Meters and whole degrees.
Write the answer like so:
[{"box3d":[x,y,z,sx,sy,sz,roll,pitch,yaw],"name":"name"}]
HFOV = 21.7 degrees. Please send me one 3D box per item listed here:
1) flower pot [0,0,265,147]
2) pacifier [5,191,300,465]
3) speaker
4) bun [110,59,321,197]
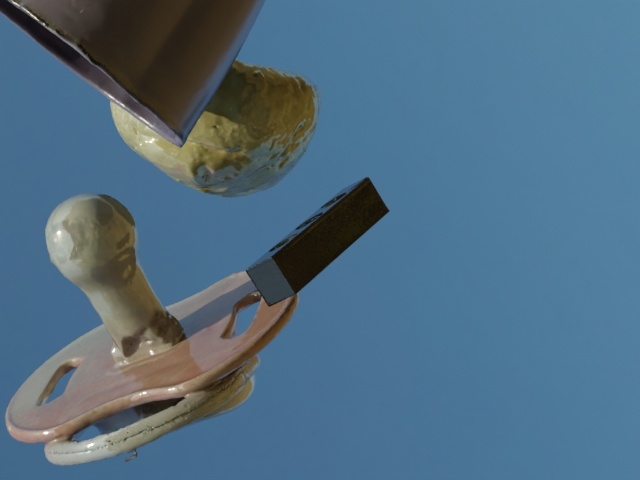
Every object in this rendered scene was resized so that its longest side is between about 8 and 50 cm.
[{"box3d":[-0.155,-0.254,1.540,0.265,0.265,0.243,39,-92,-17],"name":"flower pot"},{"box3d":[-0.179,0.094,1.665,0.220,0.332,0.273,22,-129,-66],"name":"pacifier"},{"box3d":[0.000,0.000,1.621,0.046,0.040,0.191,58,-141,-7],"name":"speaker"},{"box3d":[-0.106,-0.123,1.786,0.244,0.244,0.153,4,-87,-36],"name":"bun"}]
